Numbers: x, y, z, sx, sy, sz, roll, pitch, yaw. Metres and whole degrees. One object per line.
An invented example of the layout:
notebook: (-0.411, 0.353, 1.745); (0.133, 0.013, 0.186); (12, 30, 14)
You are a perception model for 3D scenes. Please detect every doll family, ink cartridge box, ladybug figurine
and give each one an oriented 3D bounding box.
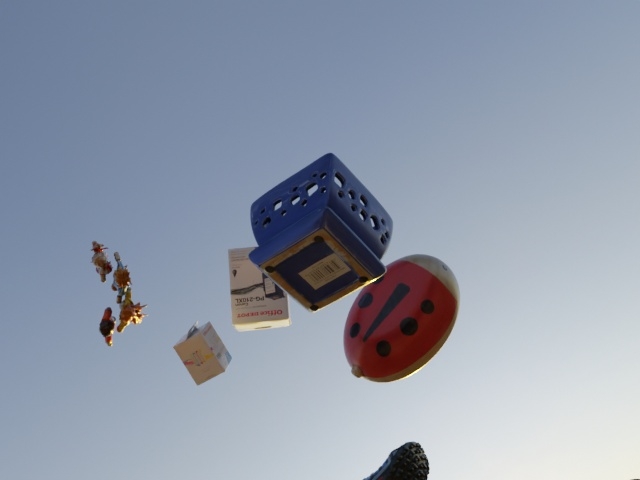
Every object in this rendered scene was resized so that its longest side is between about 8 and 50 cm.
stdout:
doll family: (-0.499, 0.126, 1.390); (0.118, 0.263, 0.163); (-7, -2, -20)
ink cartridge box: (-0.185, 0.144, 1.694); (0.171, 0.237, 0.100); (-6, -19, -2)
ladybug figurine: (0.231, 0.214, 1.649); (0.449, 0.305, 0.162); (-53, -32, -18)
ink cartridge box: (-0.318, 0.293, 1.493); (0.089, 0.092, 0.143); (-29, -83, 9)

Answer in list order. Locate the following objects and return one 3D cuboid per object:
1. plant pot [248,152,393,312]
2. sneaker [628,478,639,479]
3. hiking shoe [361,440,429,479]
plant pot: (0.000, 0.000, 1.159); (0.236, 0.212, 0.236); (-31, -60, 25)
sneaker: (0.434, 0.457, 0.732); (0.145, 0.090, 0.270); (-43, -63, -33)
hiking shoe: (0.145, 0.575, 1.322); (0.132, 0.113, 0.304); (-27, -4, 41)
